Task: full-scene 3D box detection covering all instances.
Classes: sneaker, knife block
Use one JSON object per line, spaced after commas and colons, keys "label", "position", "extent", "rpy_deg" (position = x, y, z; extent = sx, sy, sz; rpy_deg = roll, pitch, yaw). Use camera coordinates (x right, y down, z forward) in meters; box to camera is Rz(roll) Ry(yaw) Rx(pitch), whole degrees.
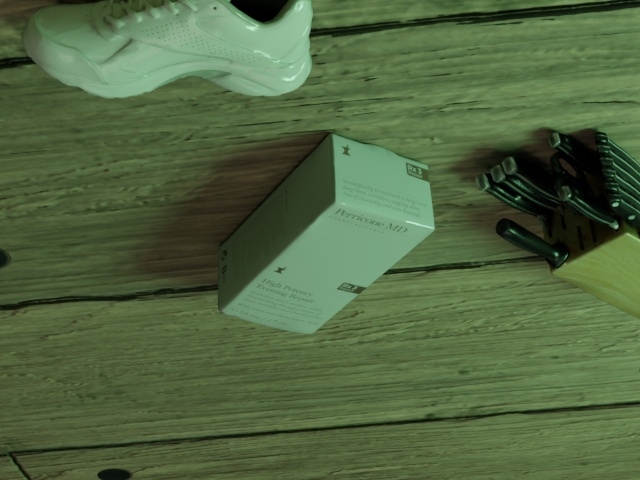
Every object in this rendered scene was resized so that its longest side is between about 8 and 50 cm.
{"label": "sneaker", "position": [-0.115, -0.179, 1.020], "extent": [0.232, 0.090, 0.115], "rpy_deg": [-4, 142, -16]}
{"label": "knife block", "position": [0.273, -0.002, 1.316], "extent": [0.242, 0.088, 0.275], "rpy_deg": [-3, 148, 1]}

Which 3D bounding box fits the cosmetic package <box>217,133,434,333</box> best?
{"label": "cosmetic package", "position": [0.000, 0.000, 1.298], "extent": [0.117, 0.085, 0.231], "rpy_deg": [15, 145, -27]}
